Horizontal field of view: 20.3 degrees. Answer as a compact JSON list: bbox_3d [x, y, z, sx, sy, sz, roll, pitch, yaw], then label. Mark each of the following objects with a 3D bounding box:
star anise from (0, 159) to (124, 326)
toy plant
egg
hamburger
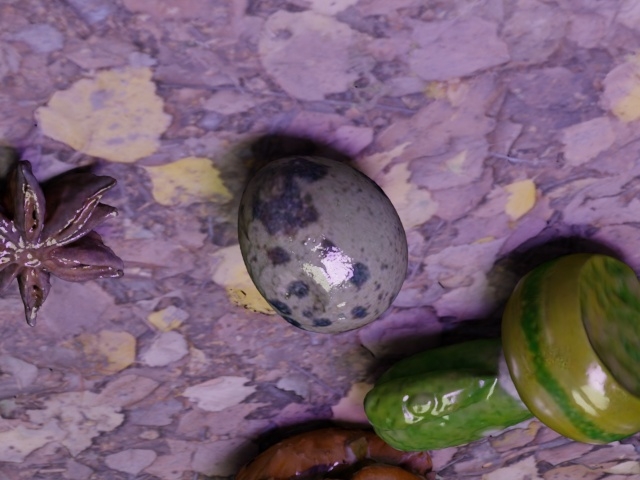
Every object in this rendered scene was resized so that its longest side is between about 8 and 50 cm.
[{"bbox_3d":[-0.249,-0.008,1.537,0.195,0.065,0.182,26,126,-34],"label":"star anise"},{"bbox_3d":[0.180,0.142,1.773,0.316,0.184,0.224,-29,160,39],"label":"toy plant"},{"bbox_3d":[0.000,0.000,1.544,0.141,0.141,0.181,-23,131,16],"label":"egg"},{"bbox_3d":[0.014,0.319,1.919,0.260,0.211,0.245,-26,138,12],"label":"hamburger"}]
